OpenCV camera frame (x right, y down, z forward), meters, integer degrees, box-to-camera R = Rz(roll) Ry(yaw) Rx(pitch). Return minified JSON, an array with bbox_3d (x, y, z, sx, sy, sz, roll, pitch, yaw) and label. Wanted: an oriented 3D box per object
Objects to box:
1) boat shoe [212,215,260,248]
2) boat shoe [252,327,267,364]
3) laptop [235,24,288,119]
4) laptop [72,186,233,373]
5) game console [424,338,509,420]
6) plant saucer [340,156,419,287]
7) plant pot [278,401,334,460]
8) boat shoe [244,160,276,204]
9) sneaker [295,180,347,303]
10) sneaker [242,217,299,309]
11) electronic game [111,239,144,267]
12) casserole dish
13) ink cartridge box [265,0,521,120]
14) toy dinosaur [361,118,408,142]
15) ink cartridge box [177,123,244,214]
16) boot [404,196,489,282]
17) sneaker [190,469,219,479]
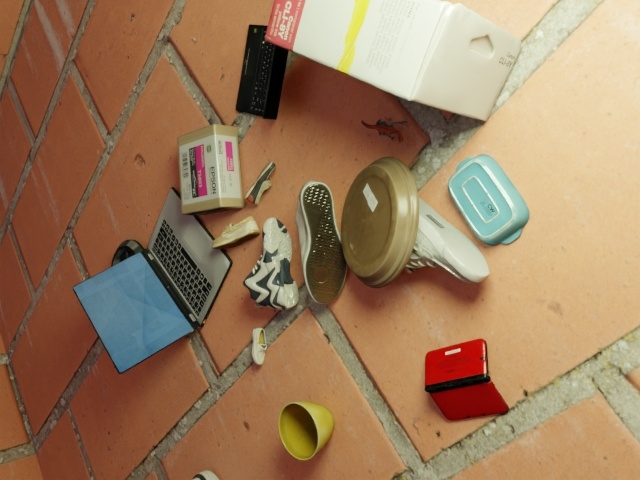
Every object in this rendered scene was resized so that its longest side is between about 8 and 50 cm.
[{"bbox_3d":[-0.238,-0.021,1.544,0.170,0.063,0.059,-21,75,31],"label":"boat shoe"},{"bbox_3d":[-0.162,0.287,1.503,0.035,0.035,0.100,-9,79,45],"label":"boat shoe"},{"bbox_3d":[-0.161,-0.434,1.401,0.264,0.136,0.234,23,106,40],"label":"laptop"},{"bbox_3d":[-0.522,0.107,1.688,0.382,0.236,0.408,46,121,30],"label":"laptop"},{"bbox_3d":[0.288,0.277,1.103,0.144,0.085,0.124,-26,44,40],"label":"game console"},{"bbox_3d":[0.112,-0.040,1.164,0.278,0.041,0.278,-174,90,-66],"label":"plant saucer"},{"bbox_3d":[-0.022,0.446,1.338,0.134,0.095,0.134,3,94,42],"label":"plant pot"},{"bbox_3d":[-0.152,-0.151,1.470,0.043,0.049,0.137,33,119,-10],"label":"boat shoe"},{"bbox_3d":[0.000,0.000,1.321,0.123,0.105,0.290,-134,40,-75],"label":"sneaker"},{"bbox_3d":[-0.148,0.067,1.438,0.153,0.094,0.235,-11,94,34],"label":"sneaker"},{"bbox_3d":[-0.667,0.111,1.947,0.229,0.048,0.229,0,90,41],"label":"electronic game"},{"bbox_3d":[0.310,-0.077,1.053,0.114,0.037,0.188,-43,65,36],"label":"casserole dish"},{"bbox_3d":[0.128,-0.374,1.041,0.384,0.279,0.161,35,115,36],"label":"ink cartridge box"},{"bbox_3d":[0.141,-0.230,1.183,0.082,0.090,0.047,-123,30,-64],"label":"toy dinosaur"},{"bbox_3d":[-0.318,-0.197,1.589,0.193,0.088,0.235,-7,86,44],"label":"ink cartridge box"},{"bbox_3d":[0.219,0.024,1.115,0.258,0.095,0.123,53,130,38],"label":"boot"},{"bbox_3d":[-0.328,0.847,1.558,0.366,0.210,0.137,53,124,27],"label":"sneaker"}]
